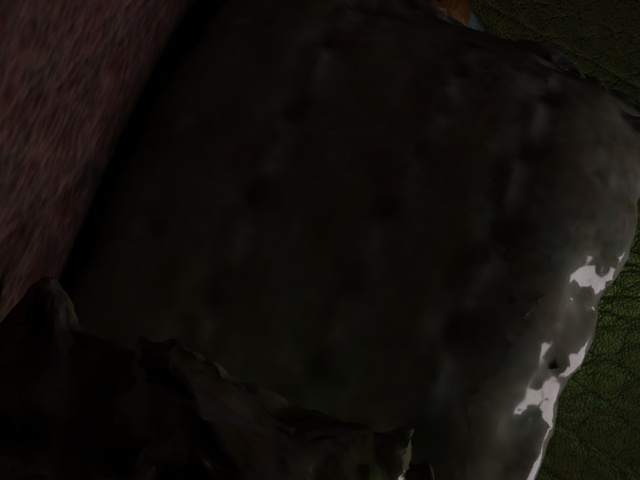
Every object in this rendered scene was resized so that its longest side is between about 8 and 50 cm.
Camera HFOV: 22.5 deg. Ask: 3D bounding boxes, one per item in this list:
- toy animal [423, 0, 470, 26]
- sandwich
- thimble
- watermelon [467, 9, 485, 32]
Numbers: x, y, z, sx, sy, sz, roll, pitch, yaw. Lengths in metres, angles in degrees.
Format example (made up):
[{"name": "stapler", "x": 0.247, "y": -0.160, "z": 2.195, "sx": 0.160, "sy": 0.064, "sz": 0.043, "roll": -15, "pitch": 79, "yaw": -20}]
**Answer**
[{"name": "toy animal", "x": 0.089, "y": -0.234, "z": 1.447, "sx": 0.188, "sy": 0.089, "sz": 0.179, "roll": -78, "pitch": 151, "yaw": -53}, {"name": "sandwich", "x": -0.074, "y": 0.156, "z": 0.460, "sx": 0.227, "sy": 0.155, "sz": 0.198, "roll": -66, "pitch": 175, "yaw": -47}, {"name": "thimble", "x": 0.011, "y": 0.030, "z": 0.708, "sx": 0.291, "sy": 0.195, "sz": 0.291, "roll": 22, "pitch": 90, "yaw": -87}, {"name": "watermelon", "x": 0.079, "y": -0.084, "z": 1.583, "sx": 0.188, "sy": 0.175, "sz": 0.322, "roll": -65, "pitch": 175, "yaw": -70}]
